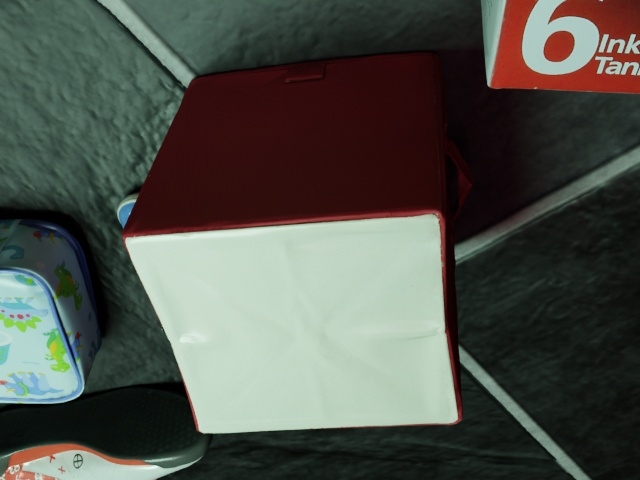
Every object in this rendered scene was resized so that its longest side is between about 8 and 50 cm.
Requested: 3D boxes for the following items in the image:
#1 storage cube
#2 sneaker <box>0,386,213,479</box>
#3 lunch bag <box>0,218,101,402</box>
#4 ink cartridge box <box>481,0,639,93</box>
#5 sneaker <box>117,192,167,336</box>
[{"bbox_3d":[0.000,0.000,0.575,0.215,0.193,0.183,-3,128,10],"label":"storage cube"},{"bbox_3d":[-0.214,0.235,0.853,0.270,0.090,0.145,-8,128,16],"label":"sneaker"},{"bbox_3d":[-0.311,0.065,0.725,0.219,0.090,0.176,0,128,6],"label":"lunch bag"},{"bbox_3d":[0.248,-0.208,0.392,0.310,0.130,0.271,3,140,4],"label":"ink cartridge box"},{"bbox_3d":[-0.115,0.033,0.682,0.058,0.084,0.152,-24,122,23],"label":"sneaker"}]
